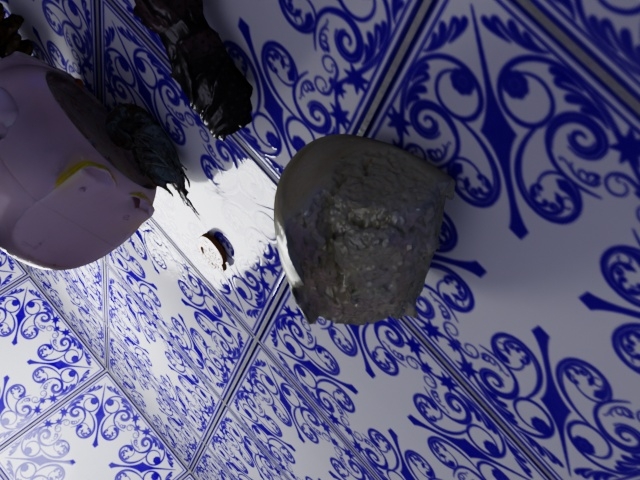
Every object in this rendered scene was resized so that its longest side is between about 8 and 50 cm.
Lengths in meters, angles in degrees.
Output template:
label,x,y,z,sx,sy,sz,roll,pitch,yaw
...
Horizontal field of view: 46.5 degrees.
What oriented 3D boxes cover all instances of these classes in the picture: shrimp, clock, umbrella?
label,x,y,z,sx,sy,sz,roll,pitch,yaw
shrimp,-0.267,-0.127,1.239,0.233,0.079,0.090,54,157,-13
clock,-0.476,-0.140,1.282,0.377,0.250,0.368,56,-172,34
umbrella,-0.177,-0.278,0.914,0.326,0.090,0.094,63,172,-18

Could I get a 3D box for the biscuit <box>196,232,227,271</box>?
label,x,y,z,sx,sy,sz,roll,pitch,yaw
biscuit,-0.196,0.023,1.365,0.078,0.015,0.091,54,153,-5

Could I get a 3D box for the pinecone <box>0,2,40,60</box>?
label,x,y,z,sx,sy,sz,roll,pitch,yaw
pinecone,-0.653,-0.330,1.436,0.244,0.244,0.309,28,154,39

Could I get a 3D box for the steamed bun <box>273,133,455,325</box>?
label,x,y,z,sx,sy,sz,roll,pitch,yaw
steamed bun,0.038,0.014,0.840,0.200,0.170,0.226,28,145,31
